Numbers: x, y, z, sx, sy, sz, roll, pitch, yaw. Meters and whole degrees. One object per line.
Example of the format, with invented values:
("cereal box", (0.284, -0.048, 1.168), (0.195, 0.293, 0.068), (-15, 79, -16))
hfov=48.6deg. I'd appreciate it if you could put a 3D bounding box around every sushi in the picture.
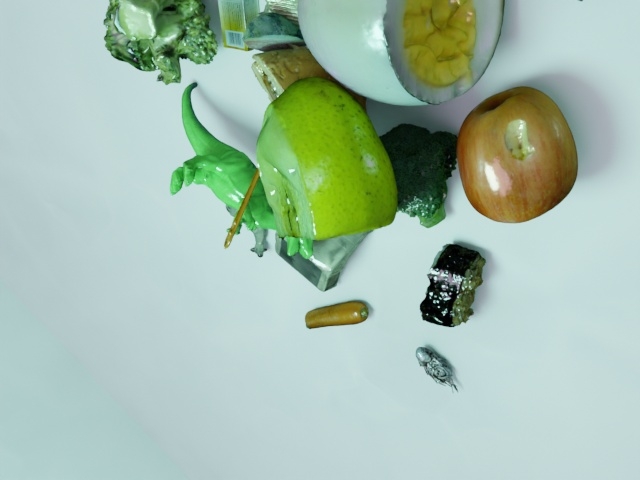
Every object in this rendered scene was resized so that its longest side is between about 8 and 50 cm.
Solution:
("sushi", (0.312, 0.118, 1.681), (0.114, 0.147, 0.213), (27, 124, 26))

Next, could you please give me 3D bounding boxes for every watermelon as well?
("watermelon", (-0.106, -0.436, 1.511), (0.094, 0.180, 0.081), (-39, 70, 26))

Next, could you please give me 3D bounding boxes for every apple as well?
("apple", (0.372, -0.166, 1.380), (0.242, 0.242, 0.241), (-9, 106, 41))

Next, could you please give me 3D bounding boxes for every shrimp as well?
("shrimp", (0.315, 0.345, 1.888), (0.165, 0.065, 0.056), (46, 112, 3))

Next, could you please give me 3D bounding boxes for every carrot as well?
("carrot", (0.048, 0.211, 2.001), (0.225, 0.067, 0.067), (-16, 108, 44))

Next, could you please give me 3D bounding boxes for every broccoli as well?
("broccoli", (-0.397, -0.552, 1.679), (0.276, 0.318, 0.338), (-9, 149, -2))
("broccoli", (0.192, -0.124, 1.576), (0.269, 0.254, 0.269), (25, 159, 10))

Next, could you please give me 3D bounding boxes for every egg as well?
("egg", (0.115, -0.437, 1.331), (0.339, 0.354, 0.355), (19, 130, 44))

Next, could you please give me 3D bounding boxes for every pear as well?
("pear", (0.008, -0.160, 1.391), (0.342, 0.238, 0.318), (-173, 69, -74))

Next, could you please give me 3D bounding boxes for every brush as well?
("brush", (-0.152, -0.125, 1.593), (0.017, 0.315, 0.090), (23, -178, -16))

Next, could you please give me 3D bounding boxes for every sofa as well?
("sofa", (0.000, 0.000, 1.888), (0.210, 0.176, 0.225), (38, 163, 11))

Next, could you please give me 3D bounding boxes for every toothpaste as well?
("toothpaste", (-0.197, -0.602, 1.638), (0.089, 0.071, 0.313), (18, 128, 30))

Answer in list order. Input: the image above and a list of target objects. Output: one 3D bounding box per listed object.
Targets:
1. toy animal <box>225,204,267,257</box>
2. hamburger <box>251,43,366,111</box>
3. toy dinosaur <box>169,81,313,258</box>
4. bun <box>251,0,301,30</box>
("toy animal", (-0.209, -0.063, 2.012), (0.217, 0.073, 0.176), (47, 150, 7))
("hamburger", (0.009, -0.314, 1.576), (0.330, 0.209, 0.162), (57, 172, -26))
("toy dinosaur", (-0.181, -0.202, 1.790), (0.374, 0.500, 0.144), (12, 144, -16))
("bun", (-0.077, -0.535, 1.550), (0.203, 0.127, 0.212), (24, 142, -12))
